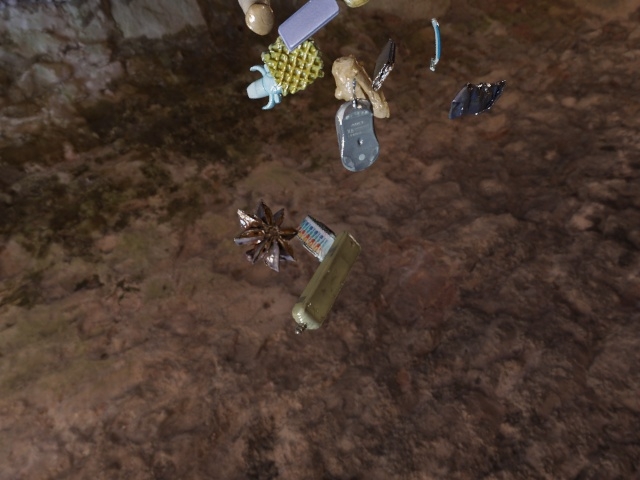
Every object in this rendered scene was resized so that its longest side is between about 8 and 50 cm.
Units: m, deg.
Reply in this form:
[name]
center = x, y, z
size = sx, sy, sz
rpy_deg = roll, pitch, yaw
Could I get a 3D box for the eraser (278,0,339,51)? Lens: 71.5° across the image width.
[eraser]
center = -0.041, -0.708, 1.432
size = 0.225, 0.082, 0.036
rpy_deg = -28, -175, 28

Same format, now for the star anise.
[star anise]
center = -0.228, -0.017, 1.878
size = 0.117, 0.331, 0.332
rpy_deg = -35, -175, 44

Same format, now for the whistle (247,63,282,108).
[whistle]
center = -0.214, -0.680, 1.934
size = 0.274, 0.186, 0.093
rpy_deg = -6, -162, 37

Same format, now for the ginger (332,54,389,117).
[ginger]
center = 0.189, -0.682, 2.023
size = 0.190, 0.354, 0.126
rpy_deg = -51, -161, 13

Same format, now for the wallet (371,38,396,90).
[wallet]
center = 0.209, -0.583, 1.467
size = 0.110, 0.031, 0.198
rpy_deg = -53, -163, 43

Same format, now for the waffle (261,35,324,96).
[waffle]
center = -0.095, -0.666, 1.654
size = 0.204, 0.223, 0.054
rpy_deg = -25, -134, 10

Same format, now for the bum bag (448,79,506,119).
[bum bag]
center = 0.557, -0.507, 1.596
size = 0.310, 0.074, 0.137
rpy_deg = -19, 145, -37

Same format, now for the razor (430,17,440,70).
[razor]
center = 0.438, -0.747, 1.685
size = 0.037, 0.191, 0.068
rpy_deg = 4, -125, 15

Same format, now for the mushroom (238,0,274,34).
[mushroom]
center = -0.285, -1.057, 1.941
size = 0.154, 0.137, 0.407
rpy_deg = -26, -124, 7

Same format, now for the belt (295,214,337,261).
[belt]
center = 0.000, 0.000, 2.173
size = 0.150, 0.257, 0.207
rpy_deg = -50, 170, 5

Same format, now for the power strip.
[power strip]
center = 0.018, 0.129, 1.361
size = 0.066, 0.092, 0.387
rpy_deg = -22, -151, 49

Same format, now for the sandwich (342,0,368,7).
[sandwich]
center = 0.130, -0.876, 1.341
size = 0.273, 0.249, 0.095
rpy_deg = -32, -160, 23

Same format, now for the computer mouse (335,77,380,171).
[computer mouse]
center = 0.135, -0.441, 1.713
size = 0.167, 0.379, 0.090
rpy_deg = -16, -142, -12
